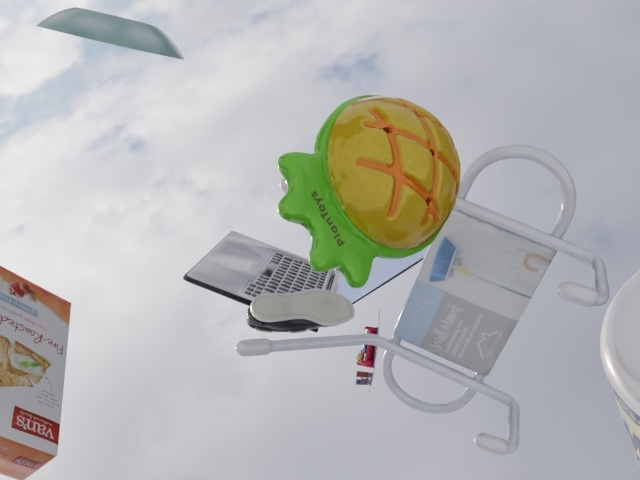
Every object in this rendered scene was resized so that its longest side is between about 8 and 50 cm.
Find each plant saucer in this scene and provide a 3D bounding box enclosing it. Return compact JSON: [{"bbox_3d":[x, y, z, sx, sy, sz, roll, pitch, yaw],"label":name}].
[{"bbox_3d":[-0.276,-0.282,0.973,0.195,0.037,0.195,12,-169,-3],"label":"plant saucer"}]

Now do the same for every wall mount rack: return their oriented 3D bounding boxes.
[{"bbox_3d":[0.095,0.060,0.725,0.304,0.349,0.130,22,-148,7],"label":"wall mount rack"}]

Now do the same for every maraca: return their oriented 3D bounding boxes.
[{"bbox_3d":[0.039,-0.041,0.539,0.099,0.127,0.186,-28,-173,47],"label":"maraca"}]

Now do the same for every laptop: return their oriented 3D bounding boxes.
[{"bbox_3d":[0.000,0.000,1.446,0.408,0.236,0.382,21,-166,1],"label":"laptop"}]

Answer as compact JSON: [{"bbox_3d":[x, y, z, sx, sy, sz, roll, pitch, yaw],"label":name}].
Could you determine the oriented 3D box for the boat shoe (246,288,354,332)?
[{"bbox_3d":[-0.023,0.084,0.826,0.125,0.038,0.046,-1,-124,-24],"label":"boat shoe"}]

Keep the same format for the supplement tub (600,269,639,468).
[{"bbox_3d":[0.466,0.187,0.821,0.236,0.324,0.235,-19,-140,17],"label":"supplement tub"}]

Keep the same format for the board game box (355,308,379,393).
[{"bbox_3d":[0.090,0.214,1.433,0.033,0.133,0.168,8,-143,1],"label":"board game box"}]

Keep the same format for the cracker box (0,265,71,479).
[{"bbox_3d":[-0.372,0.135,0.822,0.067,0.156,0.232,-36,-139,19],"label":"cracker box"}]
